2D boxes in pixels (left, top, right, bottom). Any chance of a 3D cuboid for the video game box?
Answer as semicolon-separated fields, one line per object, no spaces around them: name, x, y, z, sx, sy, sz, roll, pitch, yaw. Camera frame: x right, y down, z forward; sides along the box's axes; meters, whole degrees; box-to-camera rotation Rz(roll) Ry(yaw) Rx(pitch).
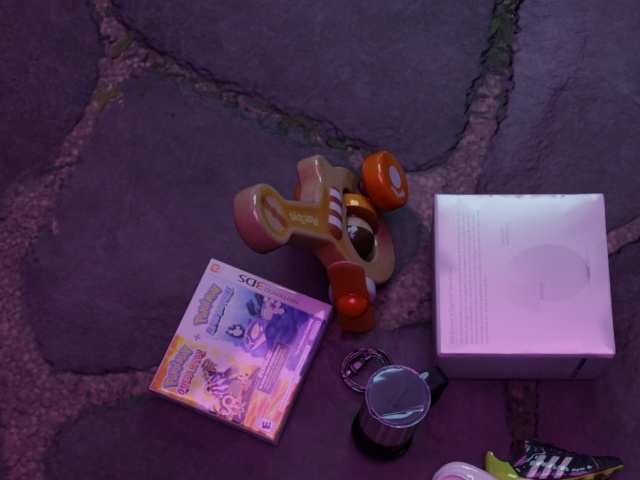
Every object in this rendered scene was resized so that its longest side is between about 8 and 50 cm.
video game box;-0.105;0.149;1.623;0.187;0.048;0.205;20;71;12

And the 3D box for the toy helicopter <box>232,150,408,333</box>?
toy helicopter;0.000;0.000;1.531;0.140;0.355;0.235;-18;78;28

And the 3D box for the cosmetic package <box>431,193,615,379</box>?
cosmetic package;0.260;0.063;1.589;0.225;0.138;0.224;1;70;2

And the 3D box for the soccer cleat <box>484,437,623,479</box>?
soccer cleat;0.301;0.289;1.546;0.179;0.060;0.072;-9;68;2

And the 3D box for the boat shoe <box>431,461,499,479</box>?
boat shoe;0.231;0.392;1.474;0.277;0.096;0.098;47;112;17

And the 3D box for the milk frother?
milk frother;0.079;0.193;1.548;0.143;0.134;0.129;36;62;13
